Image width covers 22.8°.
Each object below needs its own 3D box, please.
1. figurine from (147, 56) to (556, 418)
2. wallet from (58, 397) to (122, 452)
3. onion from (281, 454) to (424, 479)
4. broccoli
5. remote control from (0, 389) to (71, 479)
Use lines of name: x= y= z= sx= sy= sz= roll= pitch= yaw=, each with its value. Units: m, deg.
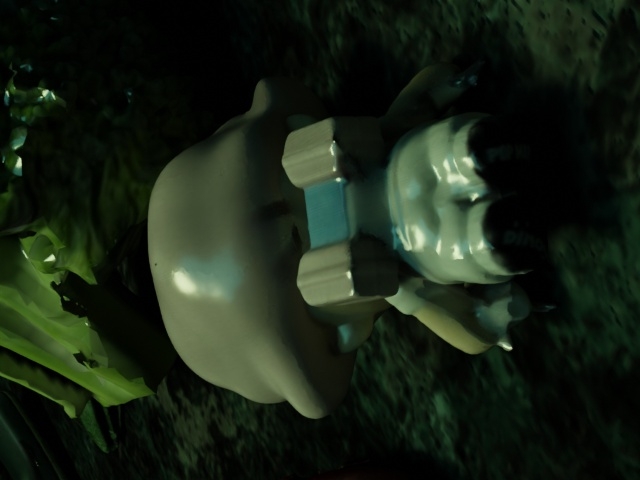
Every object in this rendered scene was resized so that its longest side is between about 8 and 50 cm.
figurine: x=0.000 y=0.000 z=0.617 sx=0.229 sy=0.112 sz=0.137 roll=-12 pitch=91 yaw=54
wallet: x=-0.209 y=0.026 z=1.104 sx=0.236 sy=0.055 sz=0.160 roll=47 pitch=152 yaw=39
onion: x=0.022 y=0.245 z=0.719 sx=0.284 sy=0.120 sz=0.227 roll=64 pitch=158 yaw=13
broccoli: x=-0.195 y=-0.046 z=0.861 sx=0.375 sy=0.302 sz=0.249 roll=-17 pitch=69 yaw=38
remote control: x=-0.206 y=0.214 z=1.228 sx=0.222 sy=0.042 sz=0.072 roll=57 pitch=153 yaw=26
